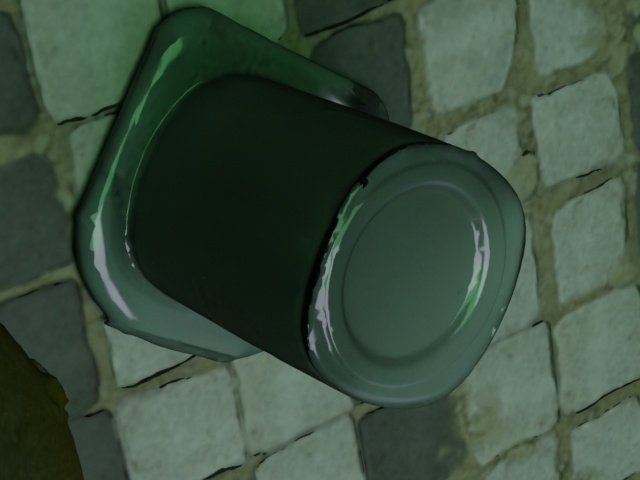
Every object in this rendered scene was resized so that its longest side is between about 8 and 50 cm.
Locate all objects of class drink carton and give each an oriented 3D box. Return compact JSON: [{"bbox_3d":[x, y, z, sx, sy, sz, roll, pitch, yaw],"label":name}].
[{"bbox_3d":[0.000,0.000,1.024,0.185,0.190,0.191,25,90,-44],"label":"drink carton"}]

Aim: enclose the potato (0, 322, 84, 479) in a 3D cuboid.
[{"bbox_3d":[-0.246,0.098,0.848,0.270,0.219,0.359,-37,118,-40],"label":"potato"}]
